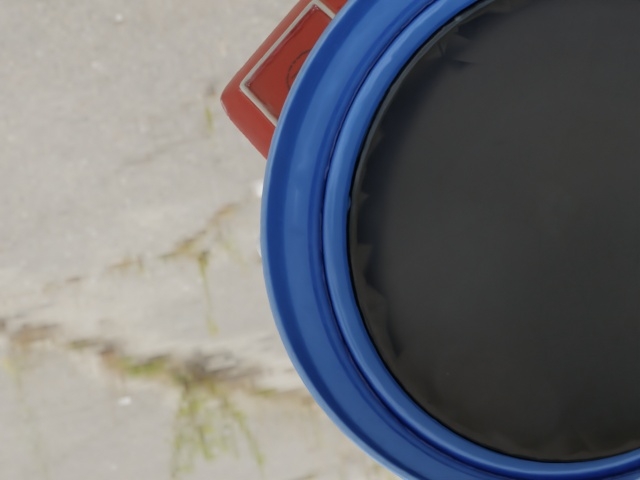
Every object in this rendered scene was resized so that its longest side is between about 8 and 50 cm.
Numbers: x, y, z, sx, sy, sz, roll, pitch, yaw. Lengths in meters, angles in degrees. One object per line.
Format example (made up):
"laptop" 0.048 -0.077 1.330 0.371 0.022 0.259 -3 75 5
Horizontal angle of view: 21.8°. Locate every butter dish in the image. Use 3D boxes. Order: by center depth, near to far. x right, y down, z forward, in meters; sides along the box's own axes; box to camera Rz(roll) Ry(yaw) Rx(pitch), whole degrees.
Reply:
"butter dish" 0.020 -0.122 1.435 0.160 0.160 0.118 -48 137 7

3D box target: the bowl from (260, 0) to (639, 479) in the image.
"bowl" 0.143 -0.022 1.070 0.391 0.391 0.077 -22 162 28

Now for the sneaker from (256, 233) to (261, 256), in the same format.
"sneaker" 0.000 0.000 2.144 0.095 0.104 0.236 23 137 -24
